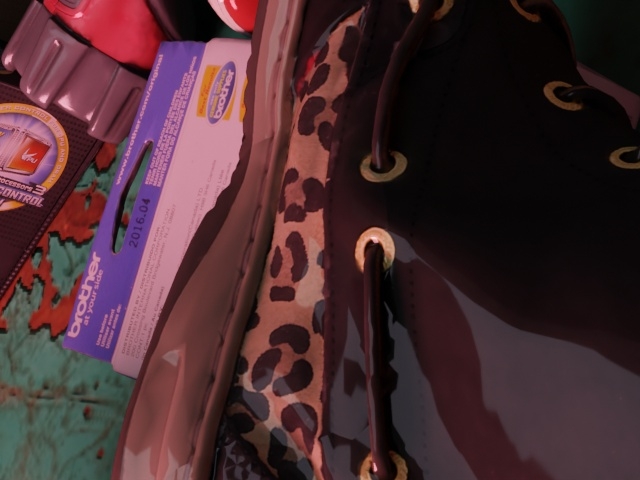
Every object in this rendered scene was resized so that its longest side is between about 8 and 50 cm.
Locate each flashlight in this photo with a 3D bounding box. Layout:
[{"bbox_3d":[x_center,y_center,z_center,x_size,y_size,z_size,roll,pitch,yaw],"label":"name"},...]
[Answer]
[{"bbox_3d":[-0.062,-0.201,0.965,0.304,0.103,0.103,-56,7,13],"label":"flashlight"}]

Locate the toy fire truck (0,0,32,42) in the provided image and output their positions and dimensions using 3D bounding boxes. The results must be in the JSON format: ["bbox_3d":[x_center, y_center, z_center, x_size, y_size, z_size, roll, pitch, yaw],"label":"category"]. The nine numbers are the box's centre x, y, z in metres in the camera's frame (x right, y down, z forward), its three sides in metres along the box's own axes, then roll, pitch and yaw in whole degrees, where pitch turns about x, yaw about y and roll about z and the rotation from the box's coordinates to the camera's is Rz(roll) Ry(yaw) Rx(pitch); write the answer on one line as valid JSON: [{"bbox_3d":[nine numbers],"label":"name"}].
[{"bbox_3d":[-0.230,-0.251,1.160,0.217,0.158,0.246,27,108,51],"label":"toy fire truck"}]

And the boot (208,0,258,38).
[{"bbox_3d":[0.042,-0.194,0.843,0.176,0.088,0.244,36,101,48],"label":"boot"}]

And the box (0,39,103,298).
[{"bbox_3d":[-0.292,-0.043,1.033,0.216,0.270,0.060,-53,41,22],"label":"box"}]

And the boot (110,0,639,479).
[{"bbox_3d":[0.109,-0.019,0.593,0.284,0.138,0.377,7,63,30],"label":"boot"}]

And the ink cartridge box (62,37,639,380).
[{"bbox_3d":[0.000,0.000,0.834,0.311,0.065,0.185,12,84,48],"label":"ink cartridge box"}]
